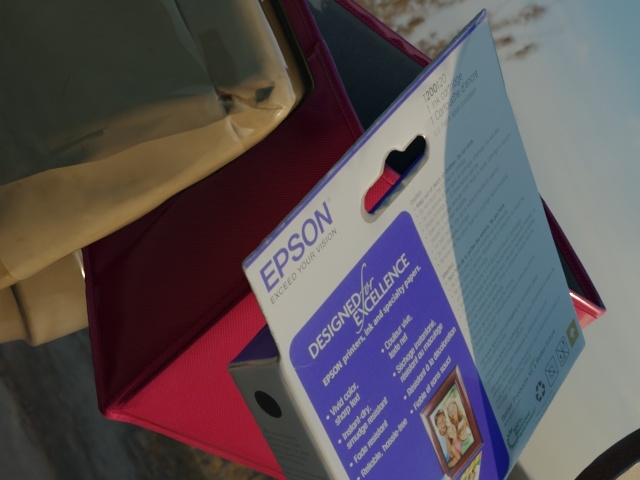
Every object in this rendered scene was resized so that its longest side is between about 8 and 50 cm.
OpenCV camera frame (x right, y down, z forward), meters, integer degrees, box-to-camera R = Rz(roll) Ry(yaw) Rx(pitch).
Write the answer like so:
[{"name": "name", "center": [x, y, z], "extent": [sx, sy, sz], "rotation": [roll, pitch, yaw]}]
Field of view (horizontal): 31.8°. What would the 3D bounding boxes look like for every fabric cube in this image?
[{"name": "fabric cube", "center": [0.000, 0.000, 0.833], "extent": [0.254, 0.258, 0.259], "rotation": [30, 27, -38]}]

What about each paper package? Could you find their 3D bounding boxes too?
[{"name": "paper package", "center": [-0.134, -0.159, 0.502], "extent": [0.325, 0.168, 0.310], "rotation": [-91, 156, -80]}]

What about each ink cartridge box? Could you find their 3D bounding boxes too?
[{"name": "ink cartridge box", "center": [0.046, 0.031, 0.526], "extent": [0.045, 0.206, 0.208], "rotation": [4, -52, 39]}]

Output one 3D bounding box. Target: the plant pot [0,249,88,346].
[{"name": "plant pot", "center": [-0.398, -0.014, 1.027], "extent": [0.323, 0.280, 0.323], "rotation": [51, -25, 35]}]

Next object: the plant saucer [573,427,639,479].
[{"name": "plant saucer", "center": [0.184, 0.145, 0.604], "extent": [0.168, 0.168, 0.029], "rotation": [57, 1, -44]}]
